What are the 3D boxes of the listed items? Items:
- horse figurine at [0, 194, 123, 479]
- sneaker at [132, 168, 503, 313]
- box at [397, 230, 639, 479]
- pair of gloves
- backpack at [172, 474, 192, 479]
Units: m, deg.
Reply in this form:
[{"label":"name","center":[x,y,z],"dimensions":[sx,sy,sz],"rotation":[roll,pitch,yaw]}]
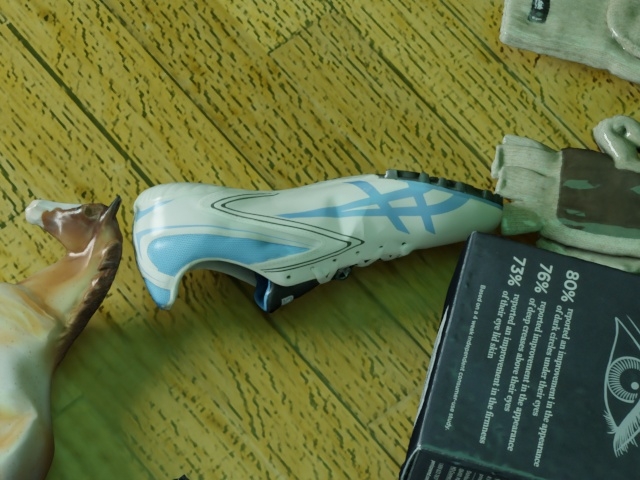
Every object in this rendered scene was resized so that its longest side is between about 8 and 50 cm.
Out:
[{"label":"horse figurine","center":[-0.215,0.093,1.179],"dimensions":[0.174,0.066,0.263],"rotation":[3,60,2]},{"label":"sneaker","center":[0.000,0.000,1.248],"dimensions":[0.237,0.085,0.086],"rotation":[-5,88,-10]},{"label":"box","center":[0.164,0.105,1.186],"dimensions":[0.207,0.108,0.153],"rotation":[16,62,2]},{"label":"pair of gloves","center":[0.217,-0.079,1.326],"dimensions":[0.204,0.042,0.240],"rotation":[5,60,0]},{"label":"backpack","center":[-0.127,0.194,1.113],"dimensions":[0.120,0.101,0.098],"rotation":[-2,64,-8]}]
